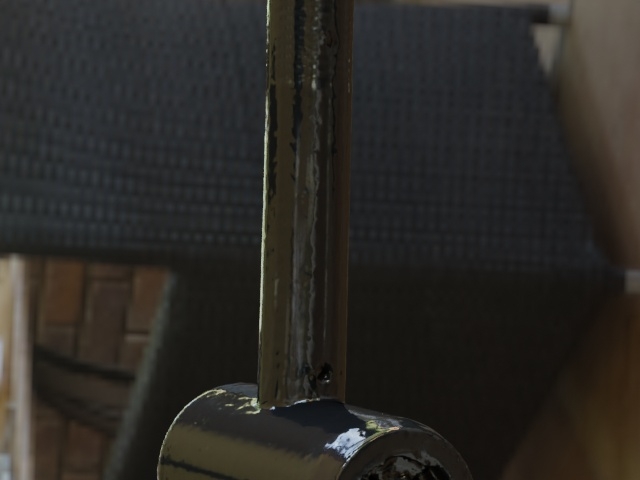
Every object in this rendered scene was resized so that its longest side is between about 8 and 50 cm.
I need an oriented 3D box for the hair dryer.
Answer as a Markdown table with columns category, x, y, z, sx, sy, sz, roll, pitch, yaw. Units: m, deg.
| category | x | y | z | sx | sy | sz | roll | pitch | yaw |
| --- | --- | --- | --- | --- | --- | --- | --- | --- | --- |
| hair dryer | 0.000 | 0.000 | 0.680 | 0.128 | 0.070 | 0.255 | 8 | 98 | 60 |
